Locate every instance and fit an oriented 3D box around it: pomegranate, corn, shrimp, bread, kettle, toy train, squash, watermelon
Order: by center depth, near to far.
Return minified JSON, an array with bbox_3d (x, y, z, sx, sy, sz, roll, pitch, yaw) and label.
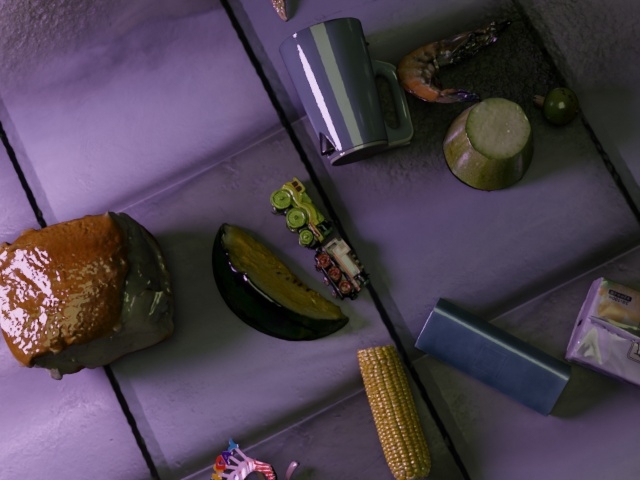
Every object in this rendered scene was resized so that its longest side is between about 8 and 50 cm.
[{"bbox_3d":[-0.406,0.094,1.833,0.279,0.225,0.250,-19,75,-1],"label":"bread"},{"bbox_3d":[0.131,0.303,1.837,0.081,0.081,0.249,-16,79,0],"label":"corn"},{"bbox_3d":[-0.097,0.087,1.899,0.301,0.123,0.129,40,52,10],"label":"watermelon"},{"bbox_3d":[0.314,-0.183,1.900,0.170,0.123,0.170,0,77,-2],"label":"squash"},{"bbox_3d":[0.276,-0.320,1.915,0.262,0.051,0.198,-25,47,-11],"label":"shrimp"},{"bbox_3d":[0.000,0.000,1.915,0.085,0.053,0.250,-35,80,-9],"label":"toy train"},{"bbox_3d":[0.058,-0.272,1.929,0.210,0.160,0.243,-16,84,-30],"label":"kettle"},{"bbox_3d":[0.436,-0.245,1.930,0.084,0.073,0.073,-16,77,37],"label":"pomegranate"}]

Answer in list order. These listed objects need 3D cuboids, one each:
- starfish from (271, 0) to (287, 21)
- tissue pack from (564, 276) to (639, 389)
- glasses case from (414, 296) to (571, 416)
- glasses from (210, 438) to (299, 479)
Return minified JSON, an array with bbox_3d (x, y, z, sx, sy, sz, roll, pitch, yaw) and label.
[{"bbox_3d":[-0.094,-0.566,2.030,0.235,0.062,0.277,-23,75,-6],"label":"starfish"},{"bbox_3d":[0.564,0.173,1.802,0.229,0.145,0.159,23,81,7],"label":"tissue pack"},{"bbox_3d":[0.309,0.205,1.857,0.266,0.056,0.105,27,82,8],"label":"glasses case"},{"bbox_3d":[-0.115,0.474,1.835,0.162,0.095,0.256,-13,79,29],"label":"glasses"}]
